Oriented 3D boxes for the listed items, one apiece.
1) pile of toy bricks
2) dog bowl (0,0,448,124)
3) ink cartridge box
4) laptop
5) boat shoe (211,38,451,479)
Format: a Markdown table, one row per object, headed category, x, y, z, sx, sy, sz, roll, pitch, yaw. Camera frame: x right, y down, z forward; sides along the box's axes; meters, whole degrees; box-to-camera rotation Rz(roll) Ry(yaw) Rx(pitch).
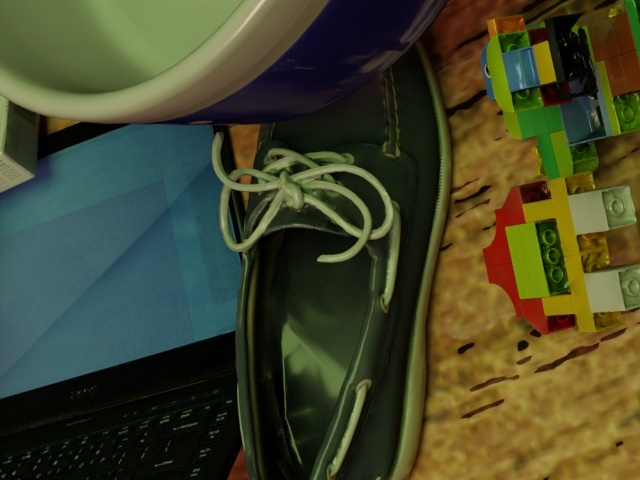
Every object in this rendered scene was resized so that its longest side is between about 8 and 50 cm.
| category | x | y | z | sx | sy | sz | roll | pitch | yaw |
| --- | --- | --- | --- | --- | --- | --- | --- | --- | --- |
| pile of toy bricks | 0.106 | -0.073 | 0.538 | 0.105 | 0.118 | 0.212 | -10 | 92 | 60 |
| dog bowl | -0.056 | -0.178 | 0.510 | 0.265 | 0.104 | 0.265 | 2 | 92 | 38 |
| ink cartridge box | -0.210 | -0.046 | 0.708 | 0.115 | 0.029 | 0.063 | -22 | 52 | 24 |
| laptop | -0.158 | 0.063 | 0.621 | 0.234 | 0.264 | 0.136 | -18 | 114 | 25 |
| boat shoe | 0.000 | 0.000 | 0.582 | 0.095 | 0.079 | 0.254 | 4 | 86 | 29 |
